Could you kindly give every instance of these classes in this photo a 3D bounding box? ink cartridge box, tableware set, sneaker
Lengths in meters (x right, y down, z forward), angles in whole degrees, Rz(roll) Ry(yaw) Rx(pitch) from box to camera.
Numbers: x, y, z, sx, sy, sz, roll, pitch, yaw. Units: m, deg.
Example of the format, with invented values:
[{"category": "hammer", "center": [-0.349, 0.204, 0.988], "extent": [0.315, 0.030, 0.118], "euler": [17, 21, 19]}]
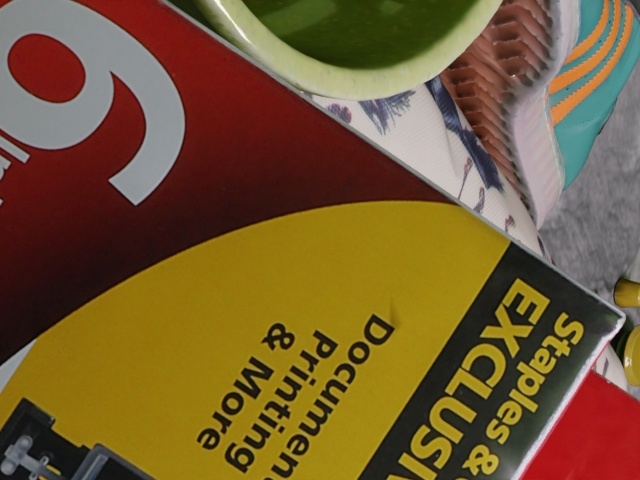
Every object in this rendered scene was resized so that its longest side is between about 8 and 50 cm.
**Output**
[{"category": "ink cartridge box", "center": [-0.061, 0.110, 0.540], "extent": [0.309, 0.272, 0.130], "euler": [-57, -174, -4]}, {"category": "tableware set", "center": [0.209, 0.096, 1.364], "extent": [0.154, 0.024, 0.104], "euler": [-59, 136, -28]}, {"category": "sneaker", "center": [0.102, -0.121, 0.918], "extent": [0.121, 0.108, 0.302], "euler": [-54, 161, -19]}]

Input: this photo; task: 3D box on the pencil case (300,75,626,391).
[{"category": "pencil case", "center": [0.000, 0.000, 0.894], "extent": [0.410, 0.184, 0.160], "euler": [51, 22, -45]}]

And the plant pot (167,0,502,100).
[{"category": "plant pot", "center": [-0.084, -0.196, 0.673], "extent": [0.276, 0.254, 0.276], "euler": [-14, 107, -55]}]
